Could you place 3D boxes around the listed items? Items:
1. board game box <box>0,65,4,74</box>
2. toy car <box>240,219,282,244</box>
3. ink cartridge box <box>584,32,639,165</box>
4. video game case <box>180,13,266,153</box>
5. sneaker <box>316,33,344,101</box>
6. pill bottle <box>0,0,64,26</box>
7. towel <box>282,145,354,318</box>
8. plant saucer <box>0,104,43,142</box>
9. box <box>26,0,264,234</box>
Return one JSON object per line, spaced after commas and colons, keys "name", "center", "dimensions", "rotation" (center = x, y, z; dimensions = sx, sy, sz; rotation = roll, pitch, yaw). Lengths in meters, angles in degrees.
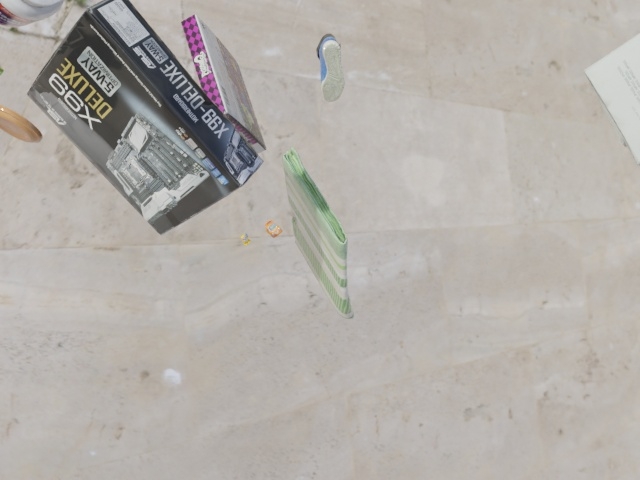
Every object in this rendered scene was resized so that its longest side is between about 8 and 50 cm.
{"name": "board game box", "center": [-0.750, -0.335, 1.134], "dimensions": [0.039, 0.124, 0.259], "rotation": [48, 9, 17]}
{"name": "toy car", "center": [-0.167, -0.018, 1.664], "dimensions": [0.122, 0.060, 0.040], "rotation": [-28, 124, 5]}
{"name": "ink cartridge box", "center": [0.404, -0.172, 0.637], "dimensions": [0.128, 0.176, 0.127], "rotation": [-1, 64, -49]}
{"name": "video game case", "center": [-0.196, -0.314, 1.239], "dimensions": [0.210, 0.042, 0.232], "rotation": [33, 36, -71]}
{"name": "sneaker", "center": [0.023, -0.413, 1.423], "dimensions": [0.058, 0.084, 0.152], "rotation": [-7, 131, -1]}
{"name": "pill bottle", "center": [-0.462, -0.394, 0.928], "dimensions": [0.108, 0.193, 0.108], "rotation": [-11, 107, -39]}
{"name": "towel", "center": [0.000, 0.000, 1.185], "dimensions": [0.038, 0.325, 0.248], "rotation": [-24, 59, -11]}
{"name": "plant saucer", "center": [-0.439, -0.165, 0.853], "dimensions": [0.083, 0.083, 0.013], "rotation": [35, 67, -27]}
{"name": "box", "center": [-0.271, -0.174, 0.913], "dimensions": [0.307, 0.242, 0.076], "rotation": [50, 45, -18]}
